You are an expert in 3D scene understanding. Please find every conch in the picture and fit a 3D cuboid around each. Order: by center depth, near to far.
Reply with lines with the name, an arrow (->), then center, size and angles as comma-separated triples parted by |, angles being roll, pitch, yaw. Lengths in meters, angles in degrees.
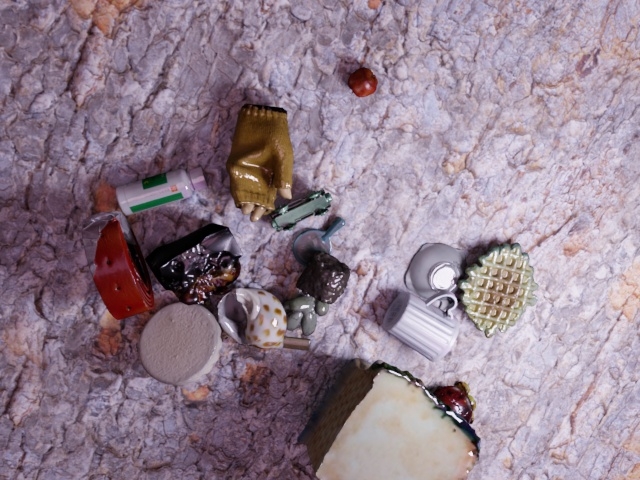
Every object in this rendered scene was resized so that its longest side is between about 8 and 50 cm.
conch -> -0.194, 0.249, 1.799 | 0.182, 0.149, 0.275 | -18, 105, 22

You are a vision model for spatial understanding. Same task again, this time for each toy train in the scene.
toy train -> -0.061, -0.094, 1.767 | 0.200, 0.132, 0.083 | -23, 100, -4

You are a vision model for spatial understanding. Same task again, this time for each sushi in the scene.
sushi -> -0.365, 0.085, 1.742 | 0.227, 0.215, 0.212 | -33, 111, -21

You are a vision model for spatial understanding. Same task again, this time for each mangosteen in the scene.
mangosteen -> 0.460, 0.578, 1.991 | 0.180, 0.166, 0.166 | -17, 106, -30

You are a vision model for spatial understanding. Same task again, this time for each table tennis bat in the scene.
table tennis bat -> 0.000, 0.000, 1.848 | 0.201, 0.033, 0.124 | -42, 108, 8

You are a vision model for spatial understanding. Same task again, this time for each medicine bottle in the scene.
medicine bottle -> -0.467, -0.151, 1.712 | 0.260, 0.095, 0.095 | -15, 105, -4

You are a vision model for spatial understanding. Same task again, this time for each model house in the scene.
model house -> 0.206, 0.598, 1.844 | 0.445, 0.400, 0.395 | 32, 85, -12

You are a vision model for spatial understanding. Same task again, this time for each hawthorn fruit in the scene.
hawthorn fruit -> 0.125, -0.470, 1.732 | 0.093, 0.093, 0.093 | -2, 103, -8

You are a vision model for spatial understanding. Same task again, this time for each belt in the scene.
belt -> -0.588, 0.067, 1.678 | 0.115, 0.227, 0.324 | -17, 108, -7

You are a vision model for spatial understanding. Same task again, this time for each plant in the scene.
plant -> -0.020, 0.177, 1.820 | 0.146, 0.149, 0.275 | 44, 114, 27

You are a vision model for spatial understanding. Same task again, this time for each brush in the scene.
brush -> -0.153, 0.336, 1.901 | 0.247, 0.036, 0.043 | 9, 108, -11

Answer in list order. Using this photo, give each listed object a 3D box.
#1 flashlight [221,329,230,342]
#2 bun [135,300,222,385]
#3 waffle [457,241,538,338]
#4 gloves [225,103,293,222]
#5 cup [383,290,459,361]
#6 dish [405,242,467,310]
flashlight -> -0.282, 0.287, 1.872 | 0.110, 0.031, 0.052 | -39, 105, 2
bun -> -0.417, 0.331, 1.802 | 0.263, 0.175, 0.263 | -5, 67, 11
waffle -> 0.599, 0.163, 1.934 | 0.291, 0.056, 0.309 | -37, 112, -12
gloves -> -0.175, -0.229, 1.698 | 0.203, 0.155, 0.357 | 7, 82, -1
cup -> 0.338, 0.255, 1.897 | 0.202, 0.167, 0.221 | 31, 80, -11
dish -> 0.402, 0.127, 1.910 | 0.224, 0.078, 0.246 | -26, 105, -3
